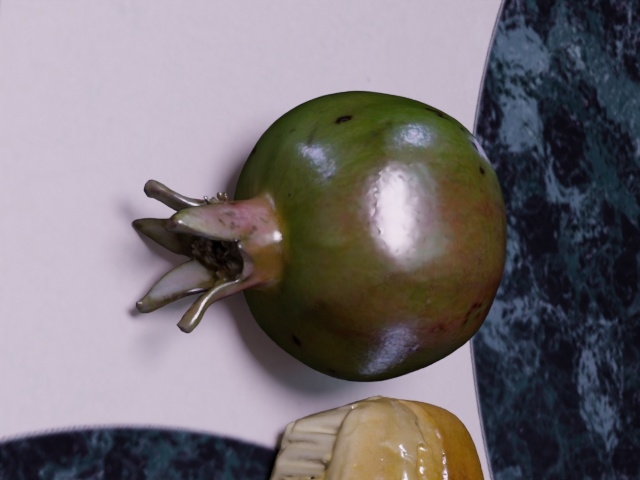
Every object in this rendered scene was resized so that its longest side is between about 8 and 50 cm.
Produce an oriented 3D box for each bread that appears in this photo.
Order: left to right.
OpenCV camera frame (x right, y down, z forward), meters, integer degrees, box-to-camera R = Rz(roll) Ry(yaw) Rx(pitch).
[{"bbox_3d":[0.039,0.216,1.114,0.140,0.106,0.236,14,73,-45],"label":"bread"}]

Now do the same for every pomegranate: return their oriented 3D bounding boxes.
[{"bbox_3d":[0.000,0.000,1.082,0.224,0.181,0.181,-9,88,-29],"label":"pomegranate"}]
